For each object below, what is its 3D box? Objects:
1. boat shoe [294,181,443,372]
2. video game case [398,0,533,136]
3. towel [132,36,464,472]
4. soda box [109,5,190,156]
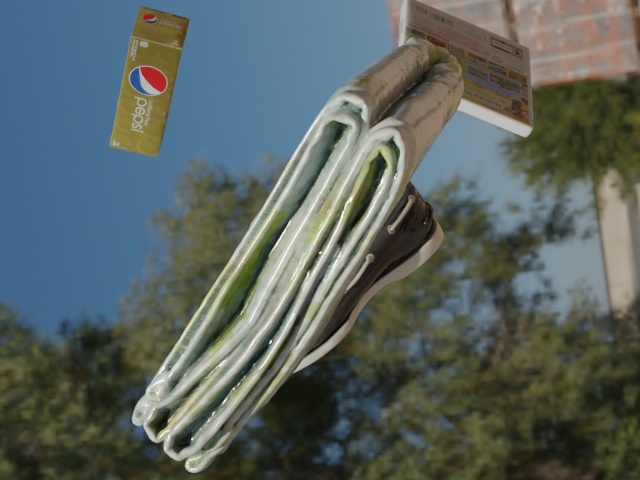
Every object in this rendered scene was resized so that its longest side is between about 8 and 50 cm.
[{"bbox_3d":[0.016,0.044,1.671,0.302,0.114,0.091,-44,-59,-21],"label":"boat shoe"},{"bbox_3d":[0.226,-0.272,2.150,0.206,0.227,0.026,-84,20,-45],"label":"video game case"},{"bbox_3d":[0.000,0.000,1.129,0.320,0.090,0.374,-56,-2,18],"label":"towel"},{"bbox_3d":[-0.202,-0.184,1.625,0.181,0.061,0.058,111,170,-47],"label":"soda box"}]
